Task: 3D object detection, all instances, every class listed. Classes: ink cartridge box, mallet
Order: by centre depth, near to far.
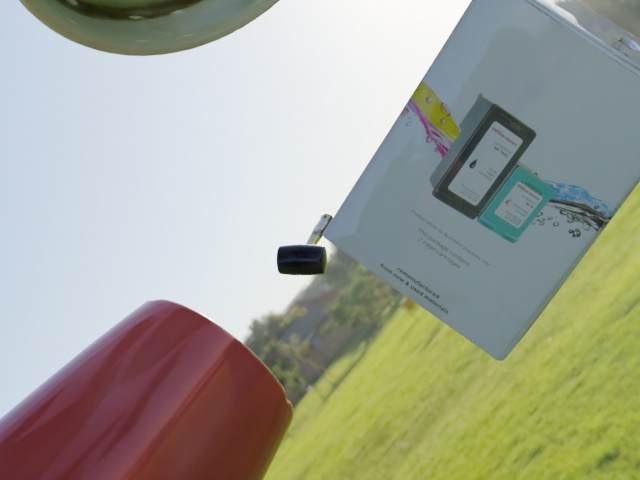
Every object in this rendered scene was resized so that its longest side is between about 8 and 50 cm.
[{"bbox_3d":[0.173,-0.079,0.953,0.270,0.197,0.198,-58,-6,23],"label":"ink cartridge box"},{"bbox_3d":[0.000,0.000,1.383,0.190,0.062,0.039,-46,-44,-63],"label":"mallet"}]

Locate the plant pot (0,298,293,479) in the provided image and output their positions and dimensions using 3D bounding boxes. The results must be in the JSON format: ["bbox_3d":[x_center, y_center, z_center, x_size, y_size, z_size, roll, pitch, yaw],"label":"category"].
[{"bbox_3d":[-0.171,0.208,1.028,0.243,0.275,0.275,-50,-3,-25],"label":"plant pot"}]

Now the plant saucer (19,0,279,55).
[{"bbox_3d":[-0.148,-0.374,1.037,0.400,0.100,0.400,-25,-36,-19],"label":"plant saucer"}]
